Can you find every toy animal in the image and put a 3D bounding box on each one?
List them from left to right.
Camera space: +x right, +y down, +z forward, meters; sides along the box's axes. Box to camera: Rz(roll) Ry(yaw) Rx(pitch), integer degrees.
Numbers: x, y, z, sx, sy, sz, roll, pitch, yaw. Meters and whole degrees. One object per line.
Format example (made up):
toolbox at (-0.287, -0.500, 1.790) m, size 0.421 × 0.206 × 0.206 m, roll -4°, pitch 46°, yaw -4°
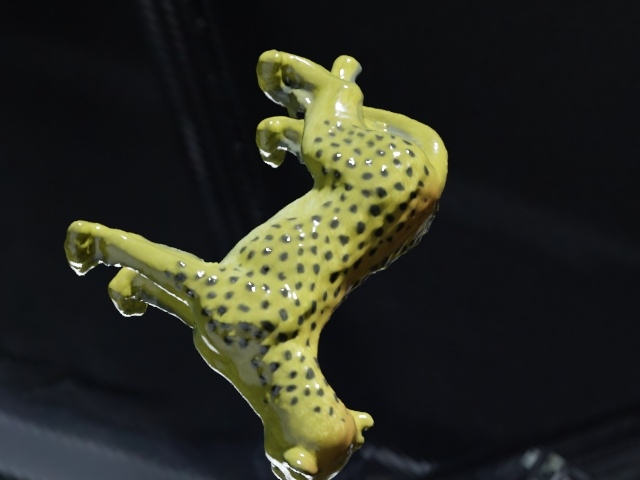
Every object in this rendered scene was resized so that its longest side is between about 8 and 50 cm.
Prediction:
toy animal at (0.000, 0.000, 0.813) m, size 0.136 × 0.181 × 0.073 m, roll 30°, pitch -29°, yaw 28°
